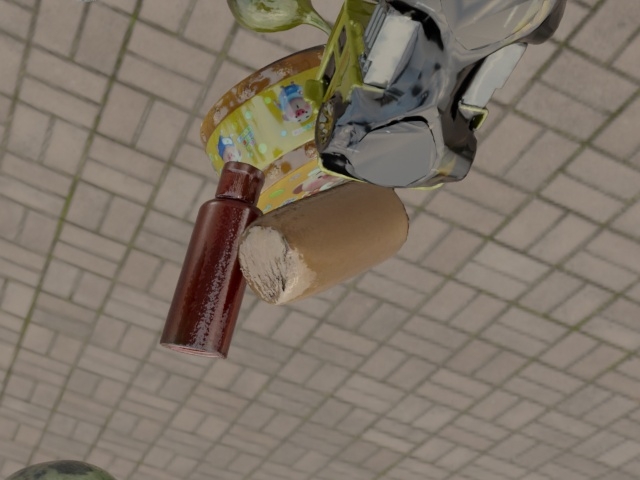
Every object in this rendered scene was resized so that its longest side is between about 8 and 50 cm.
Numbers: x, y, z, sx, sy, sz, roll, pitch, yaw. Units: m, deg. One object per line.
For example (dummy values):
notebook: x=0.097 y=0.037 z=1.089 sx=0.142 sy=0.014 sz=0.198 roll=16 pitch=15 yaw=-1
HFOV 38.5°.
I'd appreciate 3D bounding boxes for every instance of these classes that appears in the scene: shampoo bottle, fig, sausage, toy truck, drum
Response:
shampoo bottle: x=-0.134 y=0.024 z=1.220 sx=0.102 sy=0.260 sz=0.064 roll=4 pitch=161 yaw=34
fig: x=-0.038 y=-0.355 z=1.438 sx=0.236 sy=0.124 sz=0.124 roll=34 pitch=139 yaw=-1
sausage: x=0.000 y=0.000 z=1.163 sx=0.123 sy=0.253 sz=0.123 roll=12 pitch=110 yaw=35
toy truck: x=0.120 y=-0.251 z=0.947 sx=0.181 sy=0.254 sz=0.405 roll=10 pitch=136 yaw=-16
drum: x=-0.023 y=-0.202 z=1.883 sx=0.431 sy=0.214 sz=0.431 roll=-25 pitch=167 yaw=-6

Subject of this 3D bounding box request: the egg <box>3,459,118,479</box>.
egg: x=-0.265 y=0.298 z=0.946 sx=0.182 sy=0.141 sz=0.141 roll=-5 pitch=138 yaw=17
